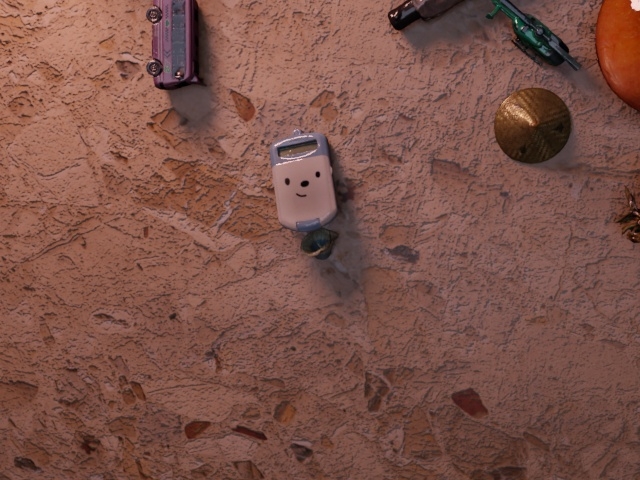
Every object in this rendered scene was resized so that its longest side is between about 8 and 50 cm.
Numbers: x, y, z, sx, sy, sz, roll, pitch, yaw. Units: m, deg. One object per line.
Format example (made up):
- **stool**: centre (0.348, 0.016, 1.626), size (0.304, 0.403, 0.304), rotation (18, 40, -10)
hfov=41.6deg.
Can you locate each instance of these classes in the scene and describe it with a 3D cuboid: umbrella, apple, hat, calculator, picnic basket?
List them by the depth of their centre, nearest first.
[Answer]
- **apple**: centre (0.612, -0.348, 1.461), size (0.252, 0.206, 0.271), rotation (-1, 96, 5)
- **umbrella**: centre (0.277, -0.490, 1.559), size (0.337, 0.067, 0.073), rotation (-28, 82, 11)
- **hat**: centre (0.399, -0.215, 1.575), size (0.146, 0.067, 0.146), rotation (1, 97, 8)
- **calculator**: centre (-0.034, -0.118, 1.637), size (0.121, 0.039, 0.210), rotation (-10, 76, 9)
- **picnic basket**: centre (0.000, 0.000, 1.652), size (0.065, 0.083, 0.083), rotation (24, 140, 37)

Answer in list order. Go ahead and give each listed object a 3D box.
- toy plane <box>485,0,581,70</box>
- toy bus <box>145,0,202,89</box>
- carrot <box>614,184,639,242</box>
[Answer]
- **toy plane**: centre (0.376, -0.387, 1.540), size (0.235, 0.096, 0.060), rotation (39, 100, -3)
- **toy bus**: centre (-0.282, -0.384, 1.640), size (0.098, 0.087, 0.178), rotation (1, 95, 2)
- **carrot**: centre (0.698, -0.066, 1.484), size (0.331, 0.193, 0.214), rotation (-25, 130, 14)
